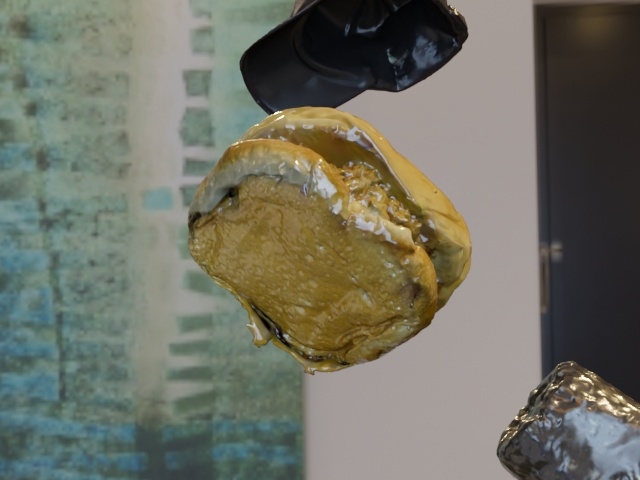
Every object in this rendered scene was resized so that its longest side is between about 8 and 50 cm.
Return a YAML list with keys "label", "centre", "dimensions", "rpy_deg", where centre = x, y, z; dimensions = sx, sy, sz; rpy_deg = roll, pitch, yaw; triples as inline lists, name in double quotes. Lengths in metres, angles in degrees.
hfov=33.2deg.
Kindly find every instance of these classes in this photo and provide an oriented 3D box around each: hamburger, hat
- label: "hamburger"
  centre: [0.000, 0.000, 1.186]
  dimensions: [0.319, 0.318, 0.158]
  rpy_deg: [-3, 33, 33]
- label: "hat"
  centre: [0.023, -0.331, 1.568]
  dimensions: [0.336, 0.209, 0.238]
  rpy_deg: [-20, -40, -8]

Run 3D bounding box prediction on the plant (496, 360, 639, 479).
- label: "plant"
  centre: [0.375, 0.282, 1.249]
  dimensions: [0.321, 0.194, 0.181]
  rpy_deg: [37, -2, 6]
